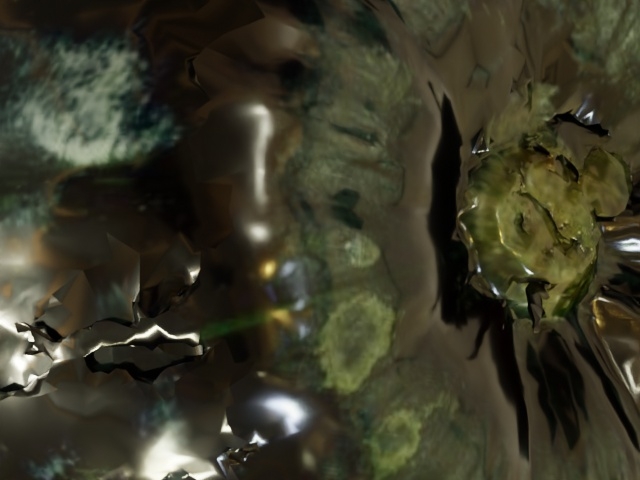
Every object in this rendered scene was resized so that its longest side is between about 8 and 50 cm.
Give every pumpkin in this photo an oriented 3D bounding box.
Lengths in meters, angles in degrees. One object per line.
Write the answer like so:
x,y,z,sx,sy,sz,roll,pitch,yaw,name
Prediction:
0.000,0.000,0.440,0.163,0.233,0.233,-9,86,47,pumpkin
